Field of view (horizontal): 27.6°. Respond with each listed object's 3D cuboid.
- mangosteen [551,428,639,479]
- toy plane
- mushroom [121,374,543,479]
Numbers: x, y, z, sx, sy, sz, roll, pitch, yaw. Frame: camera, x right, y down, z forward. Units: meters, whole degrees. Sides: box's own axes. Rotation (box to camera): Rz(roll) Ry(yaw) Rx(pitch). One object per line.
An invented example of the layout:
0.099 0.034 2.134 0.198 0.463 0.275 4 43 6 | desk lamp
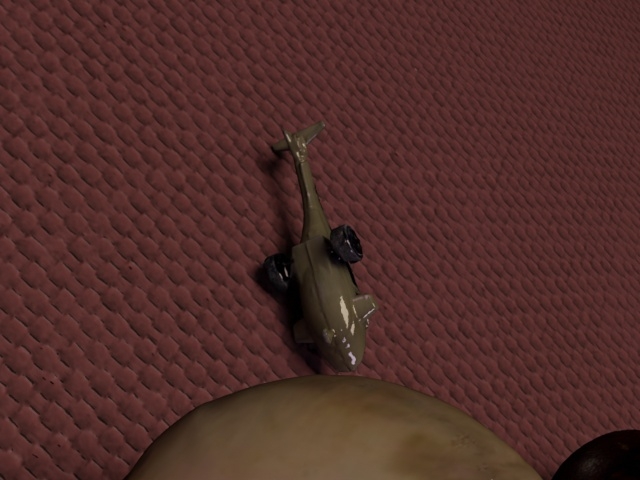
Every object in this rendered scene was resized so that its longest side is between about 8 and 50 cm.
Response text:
0.323 0.282 1.266 0.216 0.216 0.216 29 41 -29 | mangosteen
0.000 0.000 1.267 0.108 0.092 0.286 37 32 -57 | toy plane
0.019 0.267 0.838 0.353 0.325 0.353 31 33 -22 | mushroom
